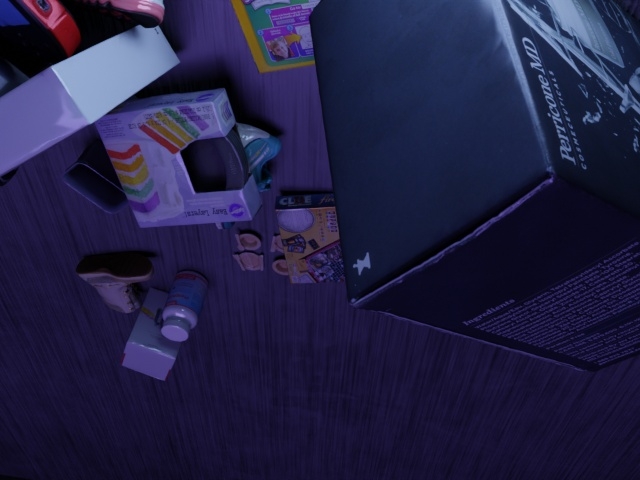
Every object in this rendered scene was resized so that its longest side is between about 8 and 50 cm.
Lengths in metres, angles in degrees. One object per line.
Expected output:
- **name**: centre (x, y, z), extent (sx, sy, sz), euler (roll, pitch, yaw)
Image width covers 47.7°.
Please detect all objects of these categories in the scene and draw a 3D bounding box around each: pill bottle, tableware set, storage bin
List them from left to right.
- **storage bin**: centre (-0.449, -0.133, 1.492), extent (0.098, 0.091, 0.135), euler (-28, 125, 36)
- **pill bottle**: centre (-0.330, 0.159, 1.747), extent (0.087, 0.160, 0.087), euler (6, 139, 5)
- **tableware set**: centre (-0.122, 0.032, 1.661), extent (0.168, 0.020, 0.141), euler (6, 139, 7)

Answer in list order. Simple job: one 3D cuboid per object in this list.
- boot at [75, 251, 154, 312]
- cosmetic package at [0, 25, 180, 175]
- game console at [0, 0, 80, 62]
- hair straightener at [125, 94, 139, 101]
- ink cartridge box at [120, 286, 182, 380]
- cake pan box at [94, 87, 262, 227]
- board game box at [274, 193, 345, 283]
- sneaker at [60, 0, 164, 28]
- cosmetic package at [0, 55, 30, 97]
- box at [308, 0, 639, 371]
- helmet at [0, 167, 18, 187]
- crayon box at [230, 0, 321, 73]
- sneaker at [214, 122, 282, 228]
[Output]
- **boot**: centre (-0.477, 0.109, 1.790), extent (0.213, 0.077, 0.165), euler (-1, 138, 22)
- **cosmetic package**: centre (-0.412, -0.213, 1.134), extent (0.284, 0.377, 0.098), euler (-26, 109, 20)
- **game console**: centre (-0.560, -0.426, 1.098), extent (0.341, 0.060, 0.387), euler (12, 149, 46)
- **hair straightener**: centre (-0.290, -0.209, 1.399), extent (0.230, 0.047, 0.089), euler (39, 132, -21)
- **ink cartridge box**: centre (-0.413, 0.236, 1.845), extent (0.127, 0.176, 0.128), euler (22, 138, -8)
- **cake pan box**: centre (-0.256, -0.146, 1.343), extent (0.266, 0.070, 0.246), euler (-2, 125, 20)
- **board game box**: centre (0.000, 0.000, 1.566), extent (0.164, 0.042, 0.243), euler (-2, 138, 5)
- **sneaker**: centre (-0.366, -0.434, 1.138), extent (0.313, 0.136, 0.116), euler (19, -177, 15)
- **cosmetic package**: centre (-0.695, -0.179, 1.242), extent (0.156, 0.217, 0.385), euler (41, 93, -11)
- **box**: centre (0.268, -0.127, 0.954), extent (0.471, 0.480, 0.297), euler (17, 141, -34)
- **helmet**: centre (-0.685, -0.170, 1.443), extent (0.169, 0.170, 0.161), euler (14, 174, -3)
- **crayon box**: centre (0.010, -0.368, 1.125), extent (0.278, 0.081, 0.165), euler (-4, 137, 17)
- **sneaker**: centre (-0.153, -0.113, 1.446), extent (0.109, 0.107, 0.275), euler (12, 140, -14)
